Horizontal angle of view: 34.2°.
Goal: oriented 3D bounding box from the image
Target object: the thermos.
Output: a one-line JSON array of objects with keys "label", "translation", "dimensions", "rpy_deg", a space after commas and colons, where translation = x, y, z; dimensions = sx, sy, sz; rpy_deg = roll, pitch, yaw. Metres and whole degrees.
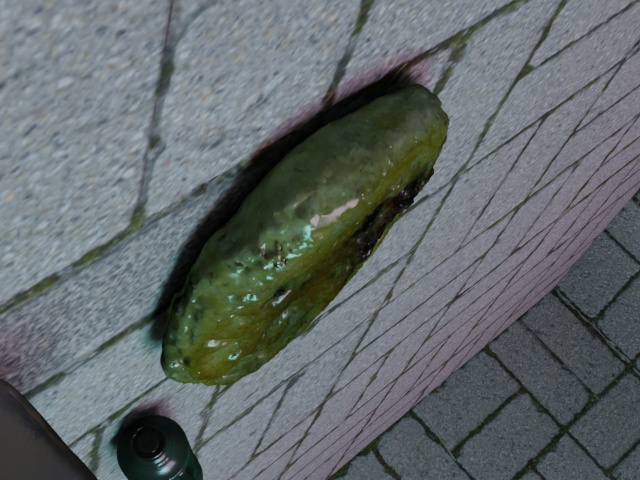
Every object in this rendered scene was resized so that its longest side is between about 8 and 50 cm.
[{"label": "thermos", "translation": [-0.160, 0.227, 1.040], "dimensions": [0.073, 0.083, 0.188], "rpy_deg": [-17, 158, -8]}]

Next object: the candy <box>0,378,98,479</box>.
[{"label": "candy", "translation": [-0.218, 0.210, 0.657], "dimensions": [0.185, 0.195, 0.137], "rpy_deg": [-40, 170, -29]}]

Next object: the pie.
[{"label": "pie", "translation": [0.000, 0.000, 0.859], "dimensions": [0.323, 0.070, 0.323], "rpy_deg": [-41, 166, -13]}]
